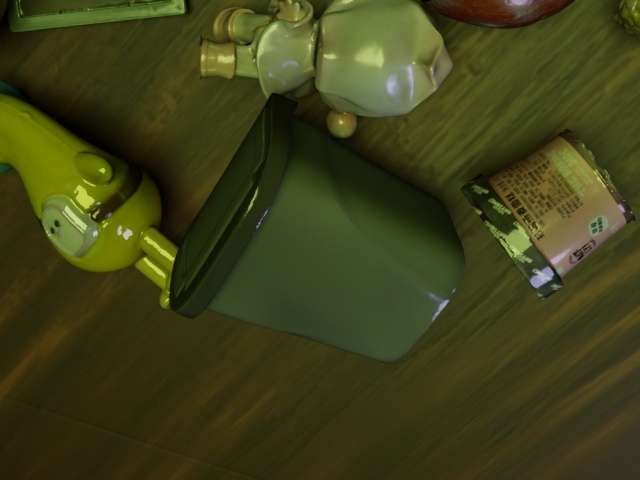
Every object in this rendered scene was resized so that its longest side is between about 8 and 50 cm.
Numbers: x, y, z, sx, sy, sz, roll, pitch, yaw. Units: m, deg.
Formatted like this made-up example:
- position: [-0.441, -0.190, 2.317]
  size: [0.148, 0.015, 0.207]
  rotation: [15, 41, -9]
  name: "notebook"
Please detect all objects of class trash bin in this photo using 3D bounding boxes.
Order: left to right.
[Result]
- position: [0.000, 0.000, 0.926]
  size: [0.250, 0.219, 0.219]
  rotation: [24, 120, -22]
  name: "trash bin"

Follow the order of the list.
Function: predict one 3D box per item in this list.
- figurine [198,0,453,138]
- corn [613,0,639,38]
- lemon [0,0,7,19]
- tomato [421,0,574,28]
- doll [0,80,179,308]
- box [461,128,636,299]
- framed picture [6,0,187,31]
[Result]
- position: [0.008, -0.205, 0.942]
  size: [0.276, 0.133, 0.200]
  rotation: [6, 109, 10]
  name: "figurine"
- position: [0.467, -0.219, 0.855]
  size: [0.345, 0.131, 0.131]
  rotation: [15, 107, 7]
  name: "corn"
- position: [-0.445, -0.291, 0.985]
  size: [0.178, 0.178, 0.203]
  rotation: [27, 142, 3]
  name: "lemon"
- position: [0.207, -0.307, 0.874]
  size: [0.155, 0.180, 0.214]
  rotation: [24, 109, -12]
  name: "tomato"
- position: [-0.292, -0.071, 1.024]
  size: [0.363, 0.145, 0.199]
  rotation: [41, 146, 1]
  name: "doll"
- position: [0.248, -0.035, 0.938]
  size: [0.135, 0.151, 0.151]
  rotation: [-37, 95, 9]
  name: "box"
- position: [-0.279, -0.400, 1.006]
  size: [0.231, 0.018, 0.293]
  rotation: [-2, 104, 12]
  name: "framed picture"
